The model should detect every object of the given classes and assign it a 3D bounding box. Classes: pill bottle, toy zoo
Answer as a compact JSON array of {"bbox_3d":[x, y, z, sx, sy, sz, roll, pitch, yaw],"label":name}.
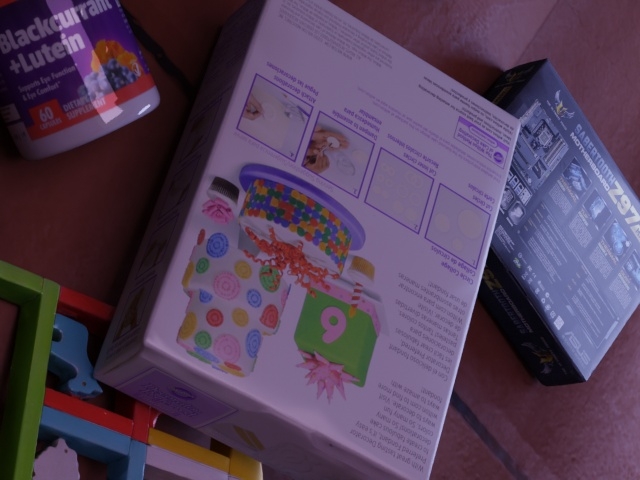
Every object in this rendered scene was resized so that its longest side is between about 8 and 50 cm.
[{"bbox_3d":[-0.196,-0.162,1.200,0.108,0.108,0.193,-32,104,-38],"label":"pill bottle"},{"bbox_3d":[-0.139,0.145,1.223,0.293,0.030,0.192,26,54,-35],"label":"toy zoo"}]

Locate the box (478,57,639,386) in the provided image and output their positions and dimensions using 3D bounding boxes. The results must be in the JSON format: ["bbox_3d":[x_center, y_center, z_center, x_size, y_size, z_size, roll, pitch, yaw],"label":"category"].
[{"bbox_3d":[0.200,-0.016,1.540,0.232,0.059,0.183,54,55,-20],"label":"box"}]

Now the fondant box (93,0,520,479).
[{"bbox_3d":[0.000,0.000,1.289,0.238,0.096,0.330,30,58,-20],"label":"fondant box"}]
